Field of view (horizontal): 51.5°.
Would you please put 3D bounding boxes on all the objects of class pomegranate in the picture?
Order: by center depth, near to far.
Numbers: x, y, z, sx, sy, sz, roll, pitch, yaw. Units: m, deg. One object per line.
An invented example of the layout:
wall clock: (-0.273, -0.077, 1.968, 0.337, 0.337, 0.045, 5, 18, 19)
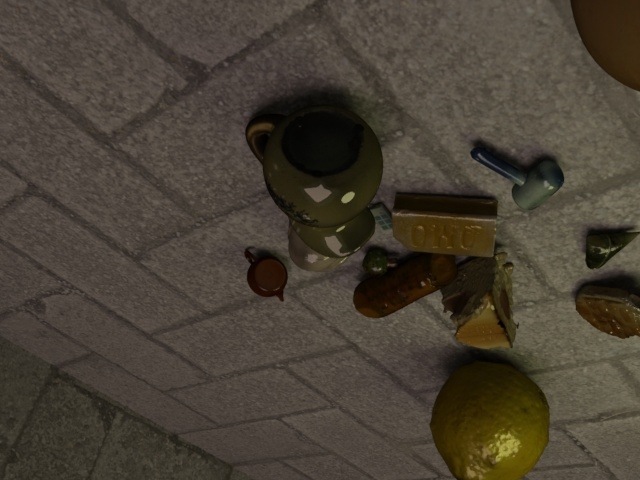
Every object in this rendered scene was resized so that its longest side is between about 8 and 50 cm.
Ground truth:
pomegranate: (0.148, 0.062, 1.680, 0.084, 0.073, 0.073, 25, 142, 2)

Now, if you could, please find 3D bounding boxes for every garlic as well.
garlic: (0.000, 0.000, 1.598, 0.178, 0.143, 0.229, 6, 133, 13)

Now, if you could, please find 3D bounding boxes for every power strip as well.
power strip: (0.149, -0.055, 1.576, 0.040, 0.016, 0.090, -14, 135, 32)

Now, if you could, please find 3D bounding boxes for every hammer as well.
hammer: (0.392, -0.141, 1.357, 0.194, 0.069, 0.116, 28, 142, -10)

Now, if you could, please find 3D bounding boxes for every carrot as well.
carrot: (0.210, 0.116, 1.699, 0.114, 0.114, 0.302, 35, 137, -25)

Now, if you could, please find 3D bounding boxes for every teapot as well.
teapot: (-0.150, 0.096, 1.802, 0.173, 0.116, 0.116, 51, 135, -2)

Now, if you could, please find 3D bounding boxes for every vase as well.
vase: (-0.026, -0.146, 1.388, 0.329, 0.241, 0.302, 36, 161, 18)

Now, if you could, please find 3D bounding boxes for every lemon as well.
lemon: (0.488, 0.540, 1.939, 0.349, 0.387, 0.350, 21, 160, 8)

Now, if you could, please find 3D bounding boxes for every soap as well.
soap: (0.283, -0.034, 1.516, 0.232, 0.073, 0.140, 5, 137, 13)

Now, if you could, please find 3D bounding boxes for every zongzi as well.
zongzi: (0.656, 0.019, 1.493, 0.113, 0.052, 0.104, -12, 145, 11)

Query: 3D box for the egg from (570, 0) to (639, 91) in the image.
egg: (0.479, -0.360, 0.860, 0.301, 0.301, 0.374, 5, 152, 11)

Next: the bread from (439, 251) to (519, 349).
bread: (0.429, 0.155, 1.619, 0.211, 0.184, 0.224, 24, 144, -15)

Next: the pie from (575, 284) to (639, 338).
pie: (0.719, 0.179, 1.617, 0.195, 0.046, 0.195, 33, 158, 15)
